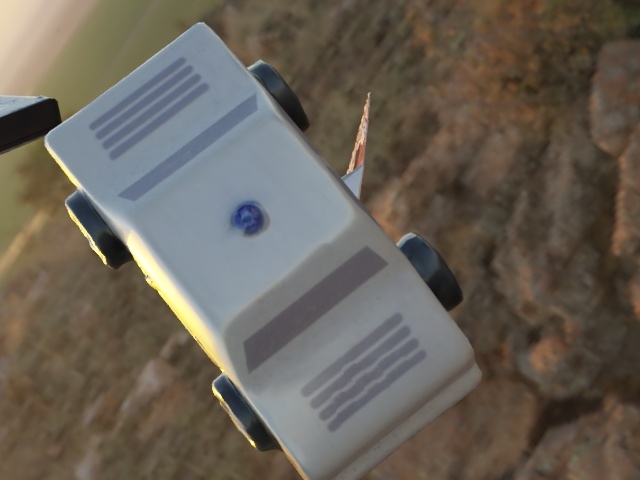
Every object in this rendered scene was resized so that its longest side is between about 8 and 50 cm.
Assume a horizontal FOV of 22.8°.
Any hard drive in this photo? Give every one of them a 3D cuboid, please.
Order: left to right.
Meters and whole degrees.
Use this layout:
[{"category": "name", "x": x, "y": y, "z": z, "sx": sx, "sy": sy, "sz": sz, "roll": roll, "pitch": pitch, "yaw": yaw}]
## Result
[{"category": "hard drive", "x": -0.232, "y": -0.064, "z": 0.930, "sx": 0.135, "sy": 0.022, "sz": 0.094, "roll": 6, "pitch": 24, "yaw": 36}]

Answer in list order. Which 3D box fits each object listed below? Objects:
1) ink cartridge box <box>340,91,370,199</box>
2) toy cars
[{"category": "ink cartridge box", "x": 0.000, "y": 0.000, "z": 1.150, "sx": 0.145, "sy": 0.045, "sz": 0.179, "roll": 104, "pitch": 172, "yaw": -63}, {"category": "toy cars", "x": -0.029, "y": 0.099, "z": 0.567, "sx": 0.087, "sy": 0.176, "sz": 0.394, "roll": 84, "pitch": -172, "yaw": -75}]
